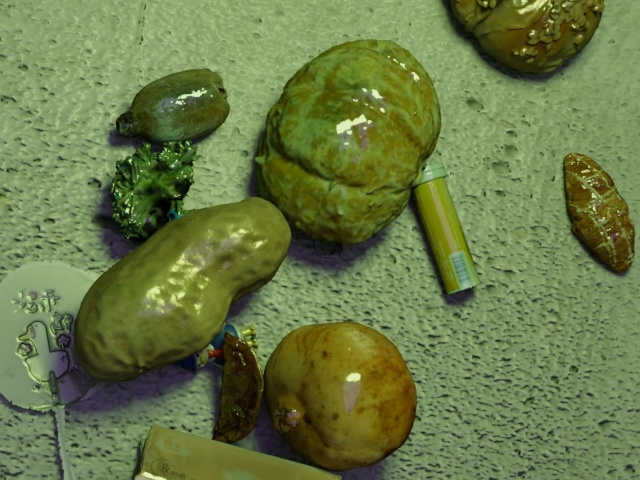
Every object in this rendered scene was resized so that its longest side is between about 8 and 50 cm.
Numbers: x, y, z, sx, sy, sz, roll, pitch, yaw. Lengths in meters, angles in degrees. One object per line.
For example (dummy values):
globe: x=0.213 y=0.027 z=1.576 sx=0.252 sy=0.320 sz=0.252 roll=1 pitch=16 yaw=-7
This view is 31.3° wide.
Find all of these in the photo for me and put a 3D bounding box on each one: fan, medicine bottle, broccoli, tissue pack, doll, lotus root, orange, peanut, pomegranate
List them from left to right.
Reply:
fan: x=-0.411 y=0.231 z=1.771 sx=0.233 sy=0.012 sz=0.414 roll=-6 pitch=78 yaw=-15
broccoli: x=-0.252 y=-0.080 z=1.798 sx=0.167 sy=0.160 sz=0.154 roll=-22 pitch=107 yaw=-29
lotus root: x=-0.241 y=-0.212 z=1.863 sx=0.192 sy=0.088 sz=0.113 roll=-20 pitch=91 yaw=-16
peanut: x=-0.209 y=0.071 z=1.754 sx=0.387 sy=0.169 sz=0.192 roll=-41 pitch=53 yaw=-15
doll: x=-0.169 y=0.172 z=1.813 sx=0.143 sy=0.057 sz=0.098 roll=-15 pitch=114 yaw=-23
tissue pack: x=-0.142 y=0.395 z=1.718 sx=0.305 sy=0.238 sz=0.238 roll=17 pitch=76 yaw=-9
fan: x=0.000 y=0.000 z=1.921 sx=0.083 sy=0.004 sz=0.056 roll=13 pitch=76 yaw=-10
pomegranate: x=0.026 y=0.239 z=1.761 sx=0.248 sy=0.248 sz=0.248 roll=3 pitch=78 yaw=-13
orange: x=0.043 y=-0.185 z=1.854 sx=0.271 sy=0.210 sz=0.368 roll=23 pitch=71 yaw=17
medicine bottle: x=0.208 y=-0.019 z=1.941 sx=0.074 sy=0.074 sz=0.218 roll=-17 pitch=85 yaw=-16

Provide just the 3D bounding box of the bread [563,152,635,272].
bread: x=0.492 y=-0.053 z=2.015 sx=0.105 sy=0.076 sz=0.233 roll=-21 pitch=83 yaw=-18

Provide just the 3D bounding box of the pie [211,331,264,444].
pie: x=-0.124 y=0.243 z=1.779 sx=0.033 sy=0.088 sz=0.191 roll=-7 pitch=110 yaw=-49

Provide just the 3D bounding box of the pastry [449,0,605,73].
pastry: x=0.367 y=-0.461 z=2.007 sx=0.284 sy=0.184 sz=0.315 roll=-33 pitch=88 yaw=-18
